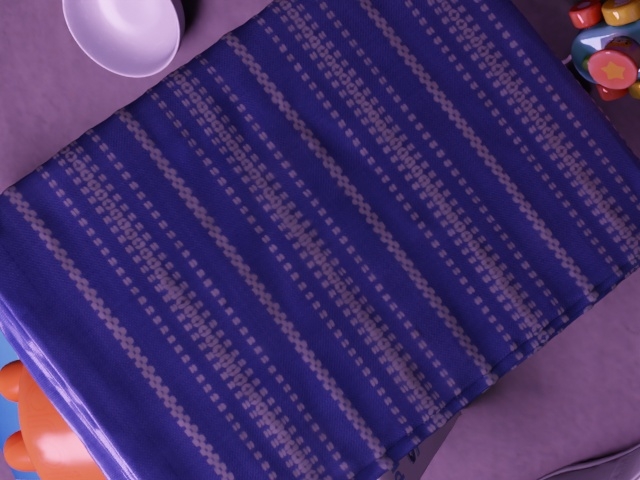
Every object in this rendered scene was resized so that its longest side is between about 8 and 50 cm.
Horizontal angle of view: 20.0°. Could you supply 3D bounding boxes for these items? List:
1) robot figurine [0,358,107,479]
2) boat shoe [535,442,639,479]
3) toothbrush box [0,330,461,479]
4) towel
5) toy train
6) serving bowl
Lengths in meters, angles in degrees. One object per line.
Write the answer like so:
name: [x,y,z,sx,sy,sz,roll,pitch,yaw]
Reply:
robot figurine: [-0.085,0.094,1.056,0.219,0.158,0.128,-10,135,33]
boat shoe: [0.190,0.184,1.144,0.302,0.114,0.091,-34,96,41]
toothbrush box: [-0.086,0.070,1.206,0.295,0.126,0.216,-7,116,33]
towel: [0.000,0.000,0.979,0.243,0.336,0.040,52,167,6]
toy train: [0.198,-0.066,1.009,0.166,0.046,0.125,26,130,10]
serving bowl: [-0.119,-0.145,1.139,0.083,0.027,0.083,15,128,20]
